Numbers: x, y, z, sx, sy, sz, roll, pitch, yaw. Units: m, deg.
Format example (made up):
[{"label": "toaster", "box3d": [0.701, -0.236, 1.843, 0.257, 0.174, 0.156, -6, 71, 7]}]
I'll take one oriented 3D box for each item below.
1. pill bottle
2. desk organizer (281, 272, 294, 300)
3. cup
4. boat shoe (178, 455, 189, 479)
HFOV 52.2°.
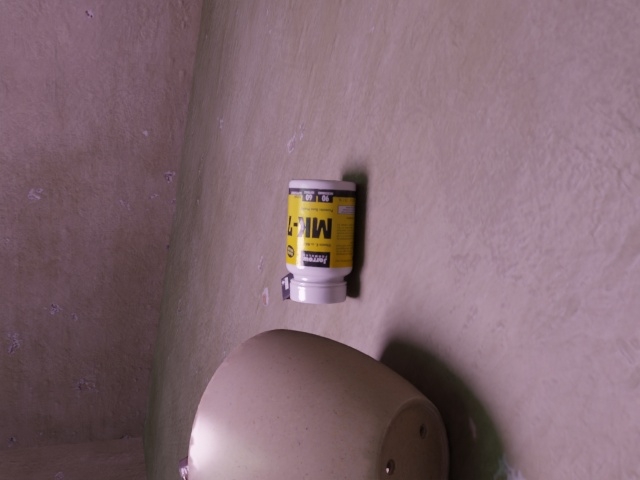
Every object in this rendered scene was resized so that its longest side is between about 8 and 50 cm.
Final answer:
[{"label": "pill bottle", "box3d": [0.000, 0.000, 1.139, 0.119, 0.119, 0.209, -171, 82, -67]}, {"label": "desk organizer", "box3d": [-0.034, 0.084, 1.307, 0.130, 0.050, 0.047, 142, 125, -62]}, {"label": "cup", "box3d": [0.029, 0.285, 0.871, 0.236, 0.331, 0.331, -6, 82, 39]}, {"label": "boat shoe", "box3d": [-0.287, 0.714, 1.713, 0.132, 0.130, 0.356, -48, -53, -85]}]
